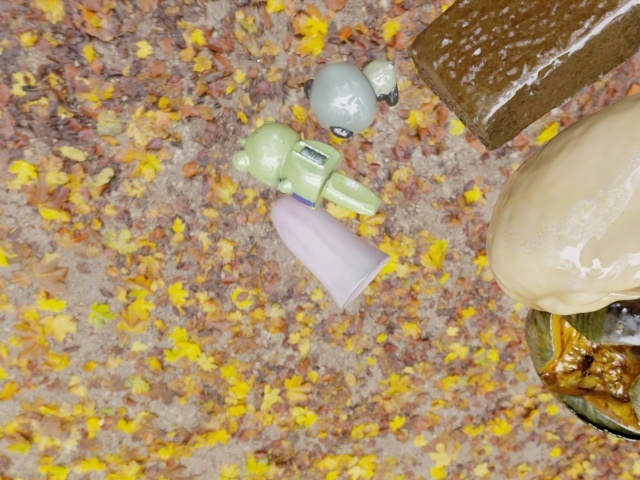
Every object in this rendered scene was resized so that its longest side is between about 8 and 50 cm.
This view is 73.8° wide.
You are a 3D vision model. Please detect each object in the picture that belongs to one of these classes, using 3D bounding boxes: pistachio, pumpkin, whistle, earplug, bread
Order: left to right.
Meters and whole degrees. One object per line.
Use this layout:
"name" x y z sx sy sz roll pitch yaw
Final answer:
"whistle" -0.019 -0.099 0.612 0.227 0.105 0.085 28 148 5
"earplug" 0.000 0.000 1.029 0.301 0.172 0.172 43 103 13
"pistachio" 0.210 -0.035 0.326 0.117 0.145 0.201 30 98 -47
"pumpkin" 0.557 0.212 0.827 0.192 0.320 0.321 -23 119 -34
"bread" 0.306 -0.278 0.445 0.416 0.165 0.113 -35 151 19

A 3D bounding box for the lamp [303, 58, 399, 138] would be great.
"lamp" 0.087 -0.393 1.151 0.243 0.197 0.198 -33 115 -16
